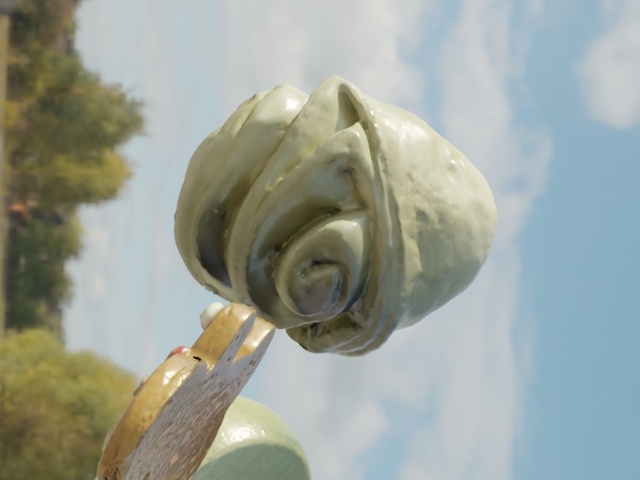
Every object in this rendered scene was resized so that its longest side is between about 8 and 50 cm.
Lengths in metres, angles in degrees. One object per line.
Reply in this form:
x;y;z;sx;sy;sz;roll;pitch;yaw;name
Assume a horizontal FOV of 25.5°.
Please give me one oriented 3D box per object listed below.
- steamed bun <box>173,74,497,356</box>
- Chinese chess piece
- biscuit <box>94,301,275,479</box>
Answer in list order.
0.000;0.000;1.665;0.339;0.352;0.247;-37;-151;43;steamed bun
-0.128;0.284;1.524;0.101;0.250;0.250;36;-52;40;Chinese chess piece
-0.122;0.140;1.194;0.216;0.047;0.339;-61;171;5;biscuit
